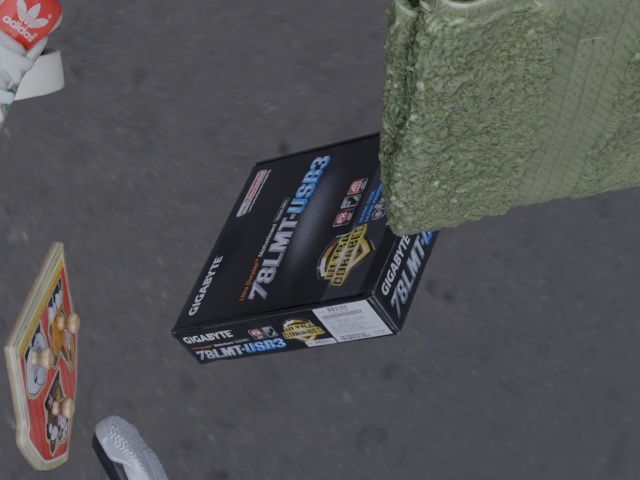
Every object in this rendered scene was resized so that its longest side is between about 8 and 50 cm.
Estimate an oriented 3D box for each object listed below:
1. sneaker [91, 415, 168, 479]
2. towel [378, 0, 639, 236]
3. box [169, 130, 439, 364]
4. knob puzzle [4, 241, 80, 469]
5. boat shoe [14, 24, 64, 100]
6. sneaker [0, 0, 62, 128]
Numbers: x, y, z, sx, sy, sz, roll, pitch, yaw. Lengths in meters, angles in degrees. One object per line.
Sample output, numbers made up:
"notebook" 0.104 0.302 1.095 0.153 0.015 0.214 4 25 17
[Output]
"sneaker" -0.217 0.326 1.383 0.153 0.101 0.269 -22 101 -1
"towel" 0.070 -0.044 0.402 0.110 0.148 0.027 -14 68 -7
"box" 0.000 0.000 1.541 0.073 0.293 0.295 54 43 -32
"knob puzzle" -0.243 0.128 1.226 0.030 0.213 0.213 1 97 4
"boat shoe" -0.297 -0.122 0.678 0.324 0.116 0.097 0 105 -1
"sneaker" -0.131 -0.062 0.465 0.075 0.161 0.057 -24 138 16
